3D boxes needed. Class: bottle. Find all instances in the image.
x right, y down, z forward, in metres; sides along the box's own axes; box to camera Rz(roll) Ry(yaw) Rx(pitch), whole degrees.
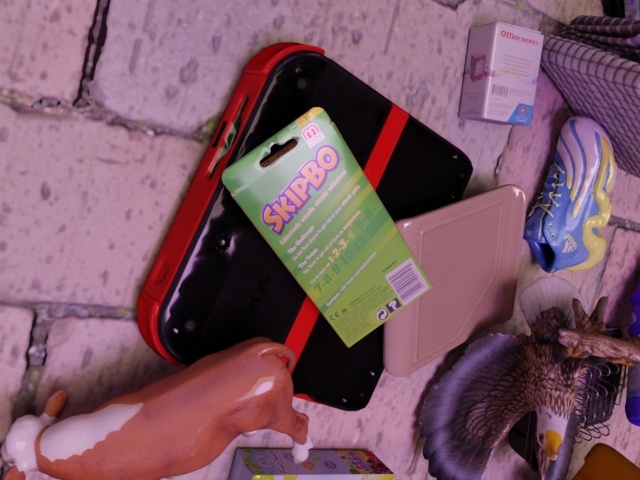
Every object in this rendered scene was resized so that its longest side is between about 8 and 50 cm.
[{"bbox_3d":[0.567,0.168,0.955,0.118,0.092,0.282,51,49,-61],"label":"bottle"}]

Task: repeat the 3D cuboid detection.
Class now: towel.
[{"bbox_3d":[0.452,-0.185,0.773,0.121,0.235,0.284,-45,117,10],"label":"towel"}]

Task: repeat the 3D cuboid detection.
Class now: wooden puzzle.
[{"bbox_3d":[0.178,0.048,0.770,0.239,0.044,0.220,-16,117,-31],"label":"wooden puzzle"}]

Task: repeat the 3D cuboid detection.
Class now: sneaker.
[{"bbox_3d":[0.361,-0.055,0.842,0.126,0.091,0.240,-20,109,-22],"label":"sneaker"}]

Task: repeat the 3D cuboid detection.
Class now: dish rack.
[{"bbox_3d":[0.428,0.247,0.948,0.272,0.074,0.208,-2,102,-27],"label":"dish rack"}]

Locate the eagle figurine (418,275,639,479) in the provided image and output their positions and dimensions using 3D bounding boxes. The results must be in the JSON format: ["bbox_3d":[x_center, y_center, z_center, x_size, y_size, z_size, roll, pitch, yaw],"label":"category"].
[{"bbox_3d":[0.293,0.218,0.774,0.225,0.226,0.298,-20,146,-41],"label":"eagle figurine"}]

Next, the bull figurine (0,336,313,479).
[{"bbox_3d":[-0.158,0.204,0.590,0.311,0.101,0.188,-22,133,0],"label":"bull figurine"}]

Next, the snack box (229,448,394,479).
[{"bbox_3d":[-0.024,0.364,0.737,0.207,0.070,0.174,12,95,-27],"label":"snack box"}]

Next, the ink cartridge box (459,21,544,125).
[{"bbox_3d":[0.243,-0.221,0.768,0.089,0.052,0.122,2,101,-28],"label":"ink cartridge box"}]

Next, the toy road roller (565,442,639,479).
[{"bbox_3d":[0.476,0.481,0.922,0.330,0.202,0.240,31,97,-30],"label":"toy road roller"}]

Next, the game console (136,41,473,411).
[{"bbox_3d":[0.000,0.000,0.692,0.342,0.060,0.386,26,89,-35],"label":"game console"}]

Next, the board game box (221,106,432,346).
[{"bbox_3d":[0.013,-0.008,0.618,0.124,0.039,0.259,-36,120,-1],"label":"board game box"}]

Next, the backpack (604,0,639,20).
[{"bbox_3d":[0.502,-0.362,0.841,0.152,0.115,0.181,-24,113,-24],"label":"backpack"}]
